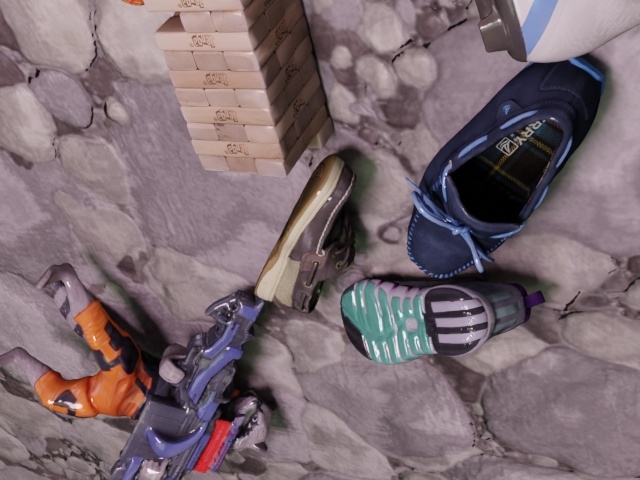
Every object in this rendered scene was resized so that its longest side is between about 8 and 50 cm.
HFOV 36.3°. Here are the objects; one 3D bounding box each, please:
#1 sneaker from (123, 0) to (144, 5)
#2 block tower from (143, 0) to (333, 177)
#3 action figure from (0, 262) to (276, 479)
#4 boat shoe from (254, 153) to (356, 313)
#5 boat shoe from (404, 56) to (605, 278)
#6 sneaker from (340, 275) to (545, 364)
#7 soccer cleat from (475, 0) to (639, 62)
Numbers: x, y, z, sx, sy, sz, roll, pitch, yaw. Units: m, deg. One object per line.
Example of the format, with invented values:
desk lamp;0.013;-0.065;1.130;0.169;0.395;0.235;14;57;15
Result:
sneaker;-0.207;-0.254;0.820;0.175;0.064;0.067;37;159;1
block tower;-0.079;-0.199;0.760;0.091;0.097;0.335;6;134;27
action figure;-0.188;0.137;1.149;0.330;0.178;0.341;33;112;-11
boat shoe;-0.001;0.001;0.925;0.073;0.080;0.223;27;144;-3
boat shoe;0.126;-0.047;0.788;0.109;0.089;0.258;28;139;4
sneaker;0.109;0.072;0.930;0.224;0.098;0.083;-1;99;59
soccer cleat;0.131;-0.267;0.577;0.143;0.116;0.331;-15;121;13
